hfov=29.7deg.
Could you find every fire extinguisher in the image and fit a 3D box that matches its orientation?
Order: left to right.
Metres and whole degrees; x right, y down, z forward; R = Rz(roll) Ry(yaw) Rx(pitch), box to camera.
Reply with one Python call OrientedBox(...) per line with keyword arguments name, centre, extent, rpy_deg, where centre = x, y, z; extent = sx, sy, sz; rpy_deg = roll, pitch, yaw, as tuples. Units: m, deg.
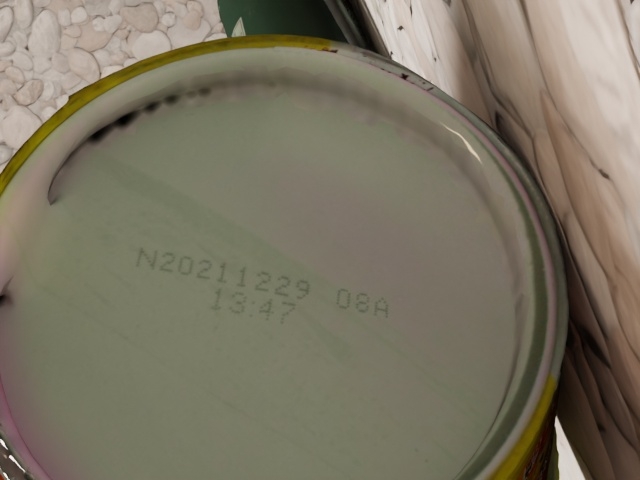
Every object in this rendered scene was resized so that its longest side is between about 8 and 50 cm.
OrientedBox(name="fire extinguisher", centre=(-0.013, -0.132, 0.813), extent=(0.118, 0.093, 0.294), rpy_deg=(92, 163, -48))

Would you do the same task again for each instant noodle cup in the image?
OrientedBox(name="instant noodle cup", centre=(-0.016, 0.058, 0.482), extent=(0.200, 0.264, 0.264), rpy_deg=(91, 161, -62))
